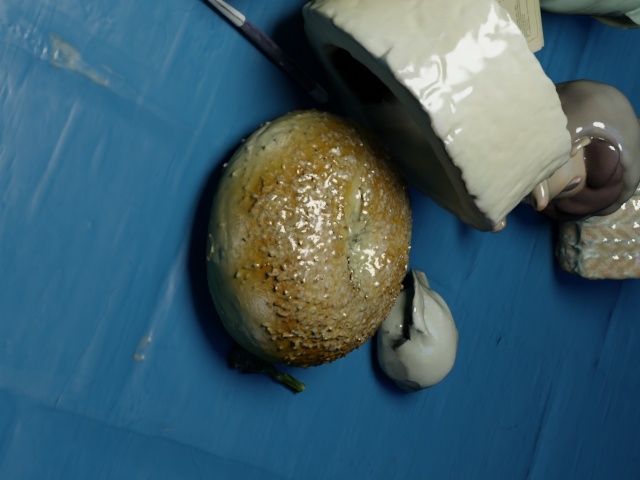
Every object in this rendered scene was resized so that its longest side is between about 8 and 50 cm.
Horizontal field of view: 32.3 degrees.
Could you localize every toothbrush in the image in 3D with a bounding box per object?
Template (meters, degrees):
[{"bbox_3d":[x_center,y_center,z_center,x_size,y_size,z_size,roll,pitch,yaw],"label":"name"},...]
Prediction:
[{"bbox_3d":[-0.077,-0.238,1.261,0.288,0.024,0.026,38,56,-43],"label":"toothbrush"}]

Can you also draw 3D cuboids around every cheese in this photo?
[{"bbox_3d":[0.135,-0.176,1.284,0.153,0.292,0.332,-39,125,-7],"label":"cheese"}]

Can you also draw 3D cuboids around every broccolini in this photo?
[{"bbox_3d":[-0.064,0.164,1.351,0.035,0.030,0.140,-59,138,-9],"label":"broccolini"}]

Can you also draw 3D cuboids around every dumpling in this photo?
[{"bbox_3d":[0.138,0.124,1.517,0.176,0.092,0.150,56,44,-31],"label":"dumpling"}]

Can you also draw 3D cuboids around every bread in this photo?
[{"bbox_3d":[0.000,0.000,1.286,0.306,0.159,0.305,-10,104,-46],"label":"bread"}]

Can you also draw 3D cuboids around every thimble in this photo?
[{"bbox_3d":[0.492,-0.026,1.787,0.229,0.196,0.148,-6,101,-15],"label":"thimble"}]

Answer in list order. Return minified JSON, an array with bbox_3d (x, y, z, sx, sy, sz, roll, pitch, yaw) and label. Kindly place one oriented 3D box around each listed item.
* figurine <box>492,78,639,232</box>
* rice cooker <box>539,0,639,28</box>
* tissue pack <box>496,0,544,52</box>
[{"bbox_3d":[0.305,-0.124,1.564,0.381,0.248,0.203,-6,79,-35],"label":"figurine"},{"bbox_3d":[0.408,-0.440,1.569,0.317,0.264,0.316,21,50,-28],"label":"rice cooker"},{"bbox_3d":[0.198,-0.346,1.457,0.159,0.125,0.234,-33,121,-37],"label":"tissue pack"}]
